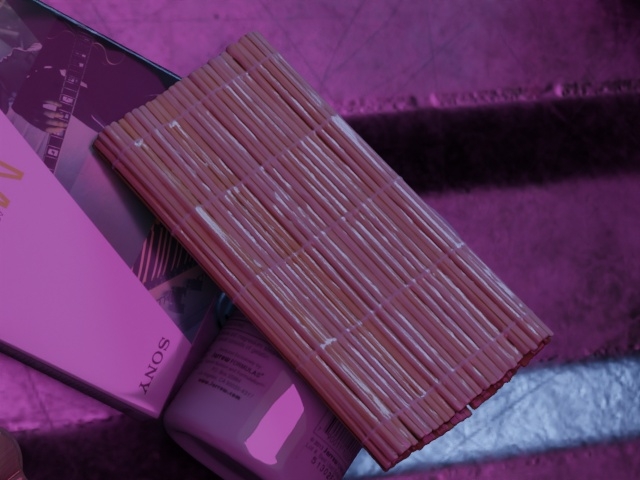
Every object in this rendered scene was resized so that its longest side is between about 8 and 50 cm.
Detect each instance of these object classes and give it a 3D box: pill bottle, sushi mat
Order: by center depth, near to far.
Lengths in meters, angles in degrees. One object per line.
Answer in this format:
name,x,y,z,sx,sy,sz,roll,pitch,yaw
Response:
sushi mat,0.000,0.000,1.235,0.151,0.019,0.316,-38,73,-20
pill bottle,0.002,0.072,1.289,0.131,0.131,0.229,38,74,-11

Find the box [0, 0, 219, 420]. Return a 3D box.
box,-0.210,-0.044,1.272,0.322,0.058,0.232,28,77,-14

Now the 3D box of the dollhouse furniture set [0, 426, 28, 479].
dollhouse furniture set,-0.209,0.201,1.180,0.101,0.182,0.161,-40,96,-18
